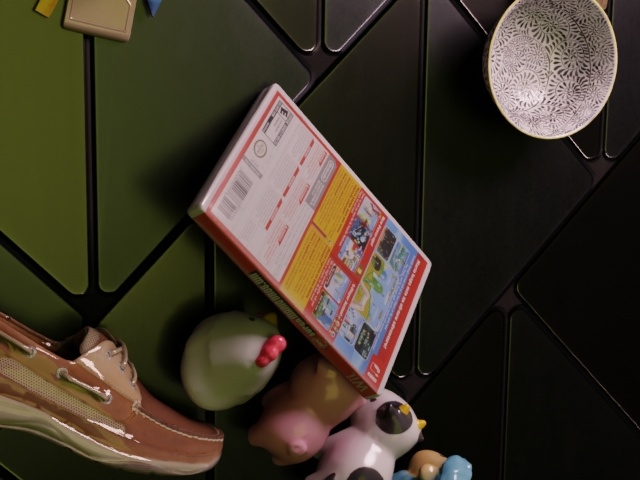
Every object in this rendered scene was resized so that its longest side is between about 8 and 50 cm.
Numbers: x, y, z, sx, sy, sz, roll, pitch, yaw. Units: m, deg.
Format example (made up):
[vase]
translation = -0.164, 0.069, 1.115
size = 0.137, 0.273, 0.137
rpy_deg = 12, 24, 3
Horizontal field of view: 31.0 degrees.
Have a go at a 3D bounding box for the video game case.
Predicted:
[video game case]
translation = 0.000, 0.000, 1.209
size = 0.285, 0.025, 0.204
rpy_deg = 48, 44, -22

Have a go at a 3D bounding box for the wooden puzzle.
[wooden puzzle]
translation = -0.217, -0.238, 1.142
size = 0.116, 0.014, 0.078
rpy_deg = 17, 96, -24

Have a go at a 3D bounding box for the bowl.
[bowl]
translation = 0.243, -0.202, 1.307
size = 0.170, 0.080, 0.170
rpy_deg = -4, 100, -22

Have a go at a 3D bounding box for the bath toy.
[bath toy]
translation = 0.008, 0.188, 1.251
size = 0.348, 0.129, 0.151
rpy_deg = 41, 48, -24

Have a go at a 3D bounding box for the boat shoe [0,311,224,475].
[boat shoe]
translation = -0.232, 0.146, 1.146
size = 0.324, 0.123, 0.116
rpy_deg = 23, 87, -26

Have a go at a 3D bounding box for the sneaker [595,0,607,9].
[sneaker]
translation = 0.286, -0.290, 1.336
size = 0.118, 0.067, 0.042
rpy_deg = 6, 83, -55
